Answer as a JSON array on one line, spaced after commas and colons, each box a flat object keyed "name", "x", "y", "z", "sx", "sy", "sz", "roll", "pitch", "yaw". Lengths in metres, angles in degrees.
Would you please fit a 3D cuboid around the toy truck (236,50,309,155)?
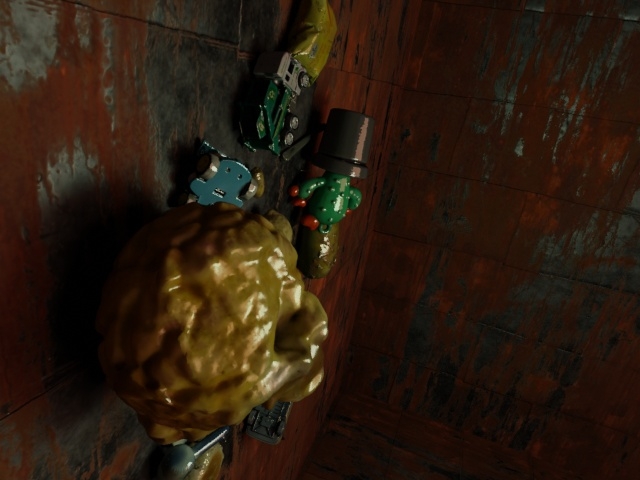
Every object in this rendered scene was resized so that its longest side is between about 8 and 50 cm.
[{"name": "toy truck", "x": -0.111, "y": -0.304, "z": 0.899, "sx": 0.116, "sy": 0.110, "sz": 0.215, "roll": 28, "pitch": 78, "yaw": -63}]

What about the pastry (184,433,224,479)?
[{"name": "pastry", "x": -0.315, "y": 0.581, "z": 1.064, "sx": 0.166, "sy": 0.088, "sz": 0.165, "roll": 15, "pitch": 90, "yaw": -76}]

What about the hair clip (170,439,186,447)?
[{"name": "hair clip", "x": -0.318, "y": 0.442, "z": 0.996, "sx": 0.172, "sy": 0.049, "sz": 0.116, "roll": 69, "pitch": 35, "yaw": -61}]

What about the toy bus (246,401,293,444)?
[{"name": "toy bus", "x": -0.161, "y": 0.592, "z": 1.523, "sx": 0.157, "sy": 0.140, "sz": 0.289, "roll": 85, "pitch": 21, "yaw": -62}]

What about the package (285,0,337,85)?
[{"name": "package", "x": -0.021, "y": -0.513, "z": 1.028, "sx": 0.168, "sy": 0.090, "sz": 0.226, "roll": 15, "pitch": 93, "yaw": -73}]

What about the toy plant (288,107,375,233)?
[{"name": "toy plant", "x": 0.059, "y": -0.207, "z": 1.332, "sx": 0.279, "sy": 0.186, "sz": 0.399, "roll": -8, "pitch": 116, "yaw": -63}]

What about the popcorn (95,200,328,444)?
[{"name": "popcorn", "x": -0.182, "y": 0.133, "z": 0.691, "sx": 0.344, "sy": 0.354, "sz": 0.389, "roll": -31, "pitch": 108, "yaw": -19}]

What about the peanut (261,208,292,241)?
[{"name": "peanut", "x": -0.159, "y": 0.064, "z": 1.027, "sx": 0.147, "sy": 0.148, "sz": 0.318, "roll": 84, "pitch": 23, "yaw": -53}]

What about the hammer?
[{"name": "hammer", "x": -0.292, "y": 0.500, "z": 0.982, "sx": 0.194, "sy": 0.069, "sz": 0.116, "roll": -18, "pitch": 148, "yaw": -52}]

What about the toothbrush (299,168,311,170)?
[{"name": "toothbrush", "x": -0.049, "y": -0.232, "z": 1.357, "sx": 0.097, "sy": 0.006, "sz": 0.008, "roll": -29, "pitch": 120, "yaw": -69}]

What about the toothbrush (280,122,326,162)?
[{"name": "toothbrush", "x": -0.048, "y": -0.303, "z": 1.254, "sx": 0.297, "sy": 0.031, "sz": 0.030, "roll": -53, "pitch": 128, "yaw": -49}]

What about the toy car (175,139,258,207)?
[{"name": "toy car", "x": -0.213, "y": -0.101, "z": 0.801, "sx": 0.161, "sy": 0.098, "sz": 0.126, "roll": -50, "pitch": 140, "yaw": 13}]

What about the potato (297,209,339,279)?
[{"name": "potato", "x": 0.000, "y": 0.000, "z": 1.500, "sx": 0.176, "sy": 0.141, "sz": 0.297, "roll": -53, "pitch": 156, "yaw": -74}]

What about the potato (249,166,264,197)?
[{"name": "potato", "x": -0.159, "y": -0.139, "z": 0.997, "sx": 0.092, "sy": 0.047, "sz": 0.045, "roll": 99, "pitch": -21, "yaw": -57}]
